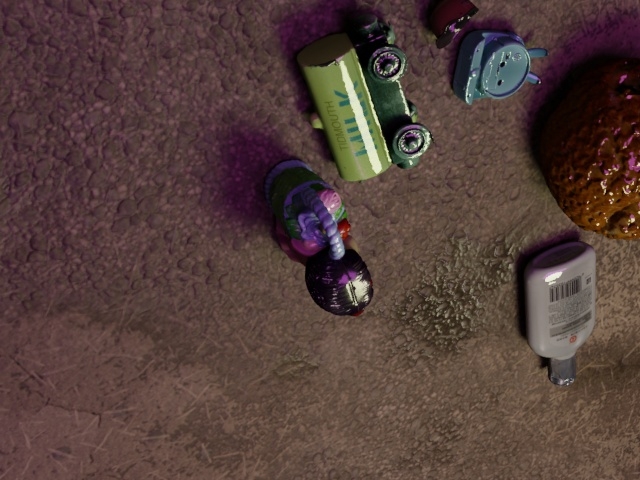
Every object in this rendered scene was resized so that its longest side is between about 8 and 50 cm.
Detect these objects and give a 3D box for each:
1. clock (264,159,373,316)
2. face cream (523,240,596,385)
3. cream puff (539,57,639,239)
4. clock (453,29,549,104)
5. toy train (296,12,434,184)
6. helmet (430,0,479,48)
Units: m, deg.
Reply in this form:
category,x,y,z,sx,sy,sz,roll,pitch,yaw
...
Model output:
category,x,y,z,sx,sy,sz,roll,pitch,yaw
clock,0.000,0.000,1.613,0.100,0.195,0.194,-26,131,-9
face cream,0.434,0.139,2.034,0.143,0.071,0.291,-23,127,-14
cream puff,0.507,-0.134,1.810,0.303,0.212,0.303,-17,128,-23
clock,0.273,-0.262,1.701,0.147,0.045,0.108,-8,124,-26
toy train,0.058,-0.194,1.594,0.157,0.105,0.253,-21,129,1
helmet,0.180,-0.318,1.609,0.084,0.049,0.065,-46,171,38
